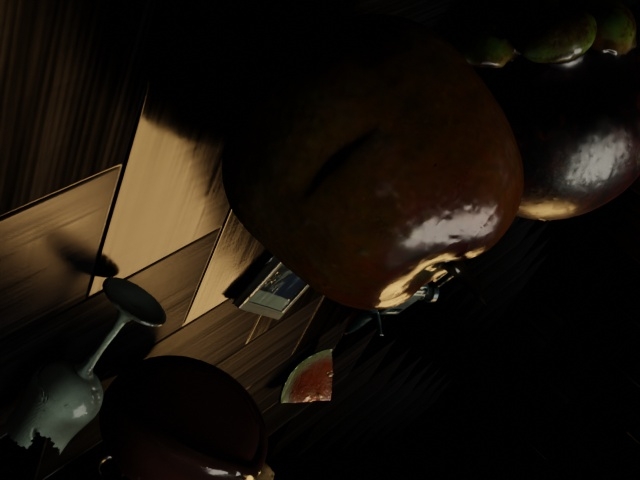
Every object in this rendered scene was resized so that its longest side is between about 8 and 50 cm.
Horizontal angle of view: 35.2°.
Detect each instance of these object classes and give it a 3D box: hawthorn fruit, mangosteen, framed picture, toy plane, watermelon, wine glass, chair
[{"bbox_3d":[0.068,-0.060,0.976,0.268,0.301,0.268,-44,170,-10],"label":"hawthorn fruit"},{"bbox_3d":[0.292,-0.178,1.308,0.311,0.311,0.311,-42,163,-16],"label":"mangosteen"},{"bbox_3d":[0.000,0.000,1.441,0.281,0.019,0.209,-48,164,4],"label":"framed picture"},{"bbox_3d":[0.129,0.098,1.843,0.223,0.104,0.326,3,138,-34],"label":"toy plane"},{"bbox_3d":[-0.011,0.264,1.906,0.135,0.094,0.125,-55,154,14],"label":"watermelon"},{"bbox_3d":[-0.245,0.134,1.044,0.195,0.079,0.079,-52,163,14],"label":"wine glass"},{"bbox_3d":[-0.211,0.311,1.292,0.226,0.226,0.401,-27,155,-49],"label":"chair"}]

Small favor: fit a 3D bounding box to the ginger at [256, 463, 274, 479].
[{"bbox_3d":[-0.159,0.562,1.898,0.245,0.304,0.155,-26,147,-12],"label":"ginger"}]
